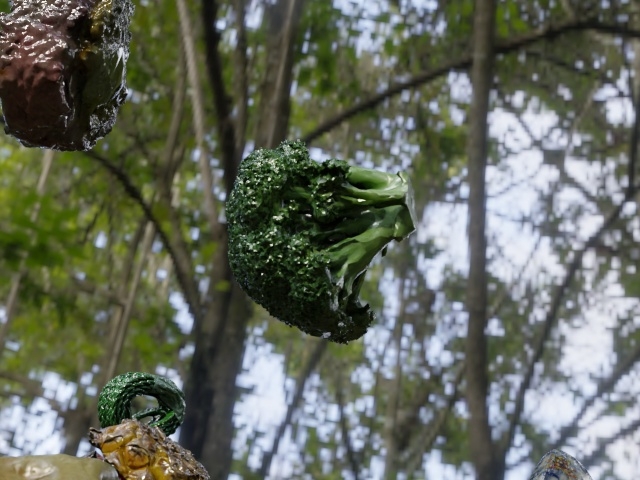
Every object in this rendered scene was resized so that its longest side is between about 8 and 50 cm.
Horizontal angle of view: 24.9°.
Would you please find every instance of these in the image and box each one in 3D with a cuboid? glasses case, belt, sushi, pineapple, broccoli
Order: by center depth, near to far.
[{"bbox_3d":[-0.245,-0.200,1.469,0.108,0.241,0.161,12,-25,10],"label":"sushi"},{"bbox_3d":[0.292,0.353,1.833,0.087,0.248,0.065,38,-57,-3],"label":"glasses case"},{"bbox_3d":[-0.200,0.297,1.856,0.076,0.225,0.225,-47,-54,-2],"label":"pineapple"},{"bbox_3d":[0.000,0.000,1.990,0.275,0.307,0.308,-15,-43,12],"label":"broccoli"},{"bbox_3d":[-0.291,0.281,2.421,0.151,0.121,0.079,-4,2,-42],"label":"belt"}]

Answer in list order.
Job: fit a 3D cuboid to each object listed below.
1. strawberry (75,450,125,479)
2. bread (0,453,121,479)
[{"bbox_3d":[-0.301,0.440,1.911,0.250,0.238,0.288,-41,-102,24],"label":"strawberry"},{"bbox_3d":[-0.306,0.365,1.537,0.239,0.252,0.196,4,-55,-5],"label":"bread"}]
